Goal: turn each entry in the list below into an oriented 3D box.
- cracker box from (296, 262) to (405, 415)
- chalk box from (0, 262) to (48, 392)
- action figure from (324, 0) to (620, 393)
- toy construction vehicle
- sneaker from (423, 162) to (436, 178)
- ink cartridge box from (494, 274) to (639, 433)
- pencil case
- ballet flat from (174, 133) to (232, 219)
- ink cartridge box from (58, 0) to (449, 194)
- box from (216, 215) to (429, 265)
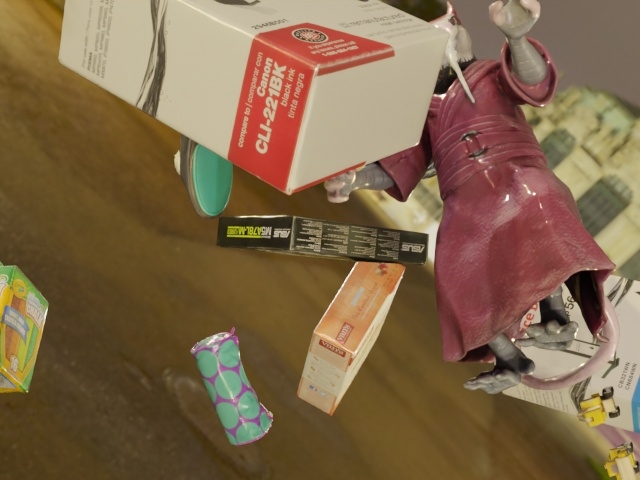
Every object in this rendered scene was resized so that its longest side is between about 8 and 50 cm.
[{"bbox_3d":[0.040,0.134,1.515,0.067,0.155,0.232,28,-29,9],"label":"cracker box"},{"bbox_3d":[-0.526,0.122,1.696,0.132,0.132,0.213,66,25,-57],"label":"chalk box"},{"bbox_3d":[0.171,-0.066,0.984,0.276,0.248,0.370,16,55,-46],"label":"action figure"},{"bbox_3d":[0.260,0.181,0.964,0.098,0.035,0.085,-14,87,-73],"label":"toy construction vehicle"},{"bbox_3d":[0.159,-0.132,1.787,0.081,0.232,0.090,53,-36,19],"label":"sneaker"},{"bbox_3d":[0.315,0.119,1.195,0.203,0.148,0.086,14,-27,26],"label":"ink cartridge box"},{"bbox_3d":[-0.121,0.203,1.475,0.064,0.070,0.151,-179,-115,-81],"label":"pencil case"},{"bbox_3d":[-0.150,-0.126,1.337,0.074,0.074,0.203,10,78,-82],"label":"ballet flat"},{"bbox_3d":[-0.061,-0.166,0.918,0.273,0.114,0.197,30,32,27],"label":"ink cartridge box"},{"bbox_3d":[0.000,0.000,1.270,0.191,0.045,0.184,7,-1,-33],"label":"box"}]
